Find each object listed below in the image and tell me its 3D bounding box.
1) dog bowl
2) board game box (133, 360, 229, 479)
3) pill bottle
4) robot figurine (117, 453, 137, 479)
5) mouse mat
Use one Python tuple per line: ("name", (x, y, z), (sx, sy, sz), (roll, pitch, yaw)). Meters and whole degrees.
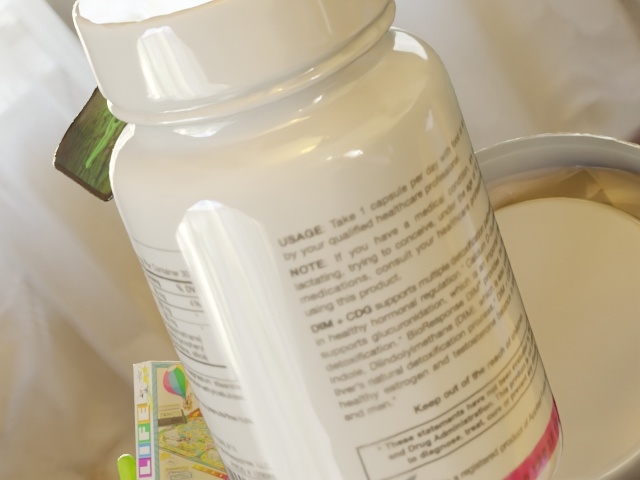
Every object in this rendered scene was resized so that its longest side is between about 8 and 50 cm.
("dog bowl", (0.180, 0.093, 1.476), (0.348, 0.102, 0.349), (-11, 62, 21))
("board game box", (-0.053, 0.136, 1.289), (0.026, 0.154, 0.103), (-15, 74, 56))
("pill bottle", (0.000, 0.000, 0.862), (0.160, 0.283, 0.160), (-17, 24, 8))
("robot figurine", (-0.108, 0.183, 1.494), (0.101, 0.115, 0.067), (-12, 33, -10))
("mouse mat", (-0.126, -0.121, 1.358), (0.190, 0.007, 0.152), (-58, 27, -2))
